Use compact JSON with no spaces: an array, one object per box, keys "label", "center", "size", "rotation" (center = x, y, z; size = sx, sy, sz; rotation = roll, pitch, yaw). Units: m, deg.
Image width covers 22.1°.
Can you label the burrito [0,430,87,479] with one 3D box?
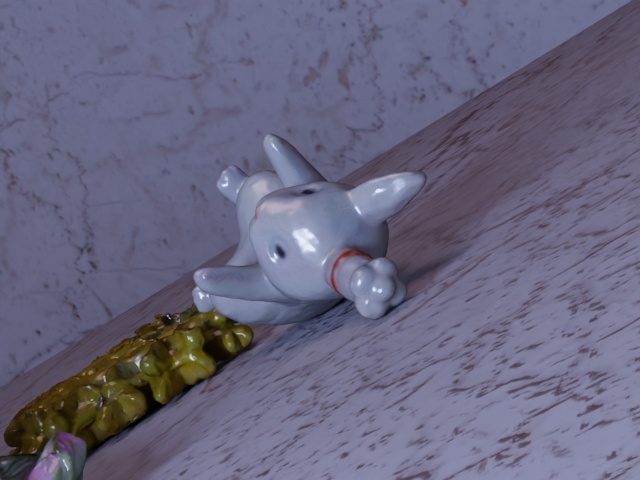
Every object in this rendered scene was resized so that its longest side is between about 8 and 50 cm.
[{"label":"burrito","center":[-0.237,0.194,1.195],"size":[0.096,0.066,0.309],"rotation":[-24,-3,-27]}]

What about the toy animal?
[{"label":"toy animal","center":[-0.014,-0.004,1.289],"size":[0.282,0.138,0.141],"rotation":[150,141,-76]}]

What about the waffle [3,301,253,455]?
[{"label":"waffle","center":[-0.188,0.128,1.539],"size":[0.259,0.069,0.293],"rotation":[-33,4,-8]}]
